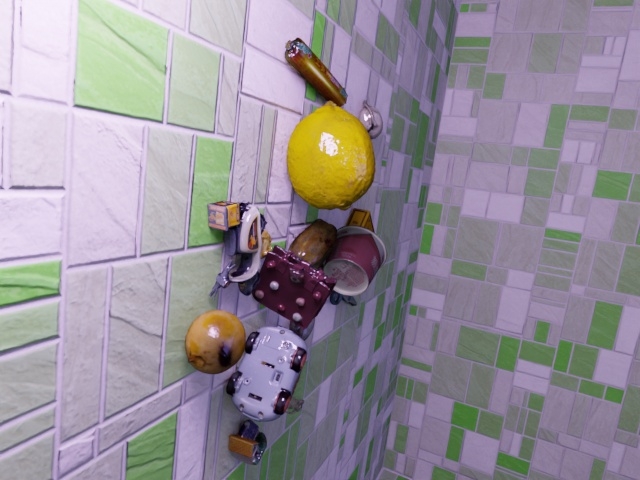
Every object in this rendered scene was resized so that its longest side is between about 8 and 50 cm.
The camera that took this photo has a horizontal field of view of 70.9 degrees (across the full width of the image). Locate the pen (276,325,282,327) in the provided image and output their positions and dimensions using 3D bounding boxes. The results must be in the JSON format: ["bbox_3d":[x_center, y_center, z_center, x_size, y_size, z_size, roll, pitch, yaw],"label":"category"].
[{"bbox_3d":[-0.115,0.358,1.573,0.218,0.026,0.026,71,38,-50],"label":"pen"}]

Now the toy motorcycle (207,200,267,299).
[{"bbox_3d":[-0.209,0.027,1.135,0.157,0.091,0.263,-23,120,-53],"label":"toy motorcycle"}]

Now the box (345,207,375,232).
[{"bbox_3d":[0.176,0.025,2.007,0.301,0.084,0.193,68,40,-52],"label":"box"}]

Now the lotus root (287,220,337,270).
[{"bbox_3d":[-0.027,0.020,1.499,0.241,0.123,0.124,-52,174,-49],"label":"lotus root"}]

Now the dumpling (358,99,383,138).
[{"bbox_3d":[0.205,-0.494,1.843,0.176,0.092,0.150,8,80,-62],"label":"dumpling"}]

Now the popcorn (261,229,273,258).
[{"bbox_3d":[-0.167,0.010,1.256,0.083,0.057,0.082,-33,124,-54],"label":"popcorn"}]

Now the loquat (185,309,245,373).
[{"bbox_3d":[-0.250,0.241,1.076,0.163,0.137,0.163,20,66,-55],"label":"loquat"}]

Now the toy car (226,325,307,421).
[{"bbox_3d":[-0.144,0.405,1.358,0.212,0.180,0.271,75,34,-65],"label":"toy car"}]

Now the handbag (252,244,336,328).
[{"bbox_3d":[-0.080,0.134,1.268,0.074,0.203,0.216,-54,173,-47],"label":"handbag"}]

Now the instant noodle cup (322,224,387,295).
[{"bbox_3d":[0.119,0.086,1.700,0.178,0.234,0.235,-61,152,-47],"label":"instant noodle cup"}]

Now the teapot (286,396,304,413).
[{"bbox_3d":[-0.105,0.594,1.633,0.057,0.083,0.067,64,41,-62],"label":"teapot"}]

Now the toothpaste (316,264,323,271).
[{"bbox_3d":[-0.002,0.130,1.718,0.057,0.034,0.197,-38,138,-34],"label":"toothpaste"}]

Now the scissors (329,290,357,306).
[{"bbox_3d":[0.112,0.249,2.019,0.289,0.041,0.138,47,59,-58],"label":"scissors"}]

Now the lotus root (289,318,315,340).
[{"bbox_3d":[-0.068,0.301,1.574,0.088,0.088,0.165,69,33,-51],"label":"lotus root"}]

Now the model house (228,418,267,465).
[{"bbox_3d":[-0.218,0.610,1.376,0.101,0.087,0.100,-60,152,-44],"label":"model house"}]

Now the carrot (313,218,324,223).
[{"bbox_3d":[0.000,0.000,1.655,0.191,0.047,0.047,86,27,-42],"label":"carrot"}]

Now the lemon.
[{"bbox_3d":[0.029,-0.243,1.332,0.268,0.268,0.322,-23,100,-62],"label":"lemon"}]

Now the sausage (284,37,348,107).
[{"bbox_3d":[-0.015,-0.503,1.347,0.371,0.082,0.082,16,86,-66],"label":"sausage"}]
